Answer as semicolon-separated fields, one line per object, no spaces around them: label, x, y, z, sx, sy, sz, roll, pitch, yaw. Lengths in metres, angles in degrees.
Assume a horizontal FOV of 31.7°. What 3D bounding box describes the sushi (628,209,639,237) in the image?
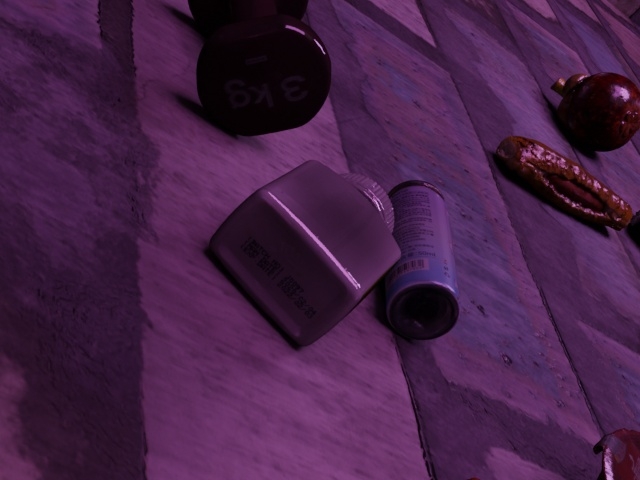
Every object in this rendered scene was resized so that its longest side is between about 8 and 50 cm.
sushi;0.586;-0.033;1.931;0.078;0.090;0.150;52;24;4

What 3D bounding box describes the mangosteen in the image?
mangosteen;0.506;-0.238;2.090;0.156;0.181;0.145;-10;100;-40

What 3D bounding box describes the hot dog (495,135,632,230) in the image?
hot dog;0.384;-0.089;1.744;0.289;0.068;0.083;23;26;-35

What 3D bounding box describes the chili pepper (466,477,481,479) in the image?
chili pepper;0.183;0.298;0.892;0.071;0.063;0.272;38;21;-42

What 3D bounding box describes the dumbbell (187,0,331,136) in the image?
dumbbell;-0.069;-0.221;1.194;0.225;0.140;0.124;-100;180;-49

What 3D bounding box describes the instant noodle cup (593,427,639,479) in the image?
instant noodle cup;0.323;0.309;1.041;0.274;0.091;0.274;35;28;-21

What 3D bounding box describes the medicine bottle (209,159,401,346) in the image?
medicine bottle;0.000;0.000;1.025;0.132;0.088;0.188;47;26;3

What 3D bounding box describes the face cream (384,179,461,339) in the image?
face cream;0.103;0.007;1.181;0.075;0.075;0.229;35;28;-19
